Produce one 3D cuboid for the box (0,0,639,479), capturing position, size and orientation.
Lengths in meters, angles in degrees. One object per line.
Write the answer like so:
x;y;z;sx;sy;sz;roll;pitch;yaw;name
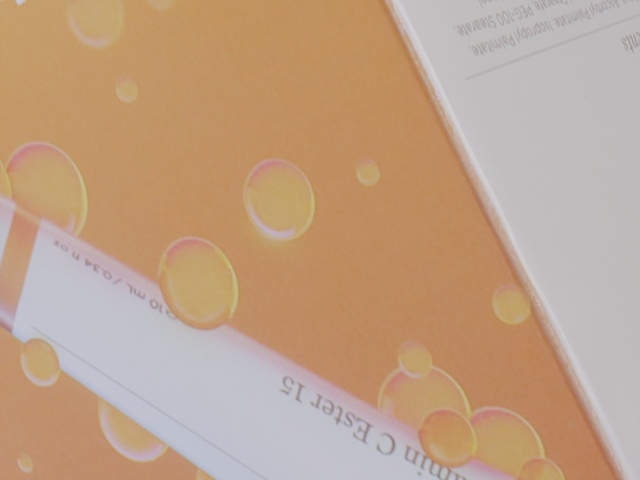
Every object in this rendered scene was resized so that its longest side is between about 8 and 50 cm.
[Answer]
0.000;0.000;0.603;0.215;0.168;0.345;-28;88;34;box
